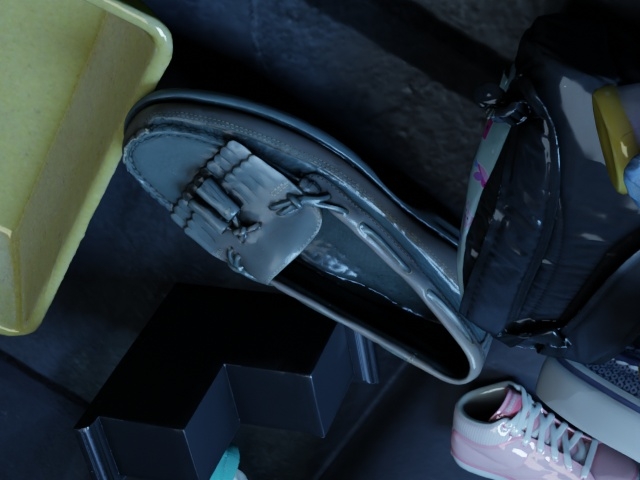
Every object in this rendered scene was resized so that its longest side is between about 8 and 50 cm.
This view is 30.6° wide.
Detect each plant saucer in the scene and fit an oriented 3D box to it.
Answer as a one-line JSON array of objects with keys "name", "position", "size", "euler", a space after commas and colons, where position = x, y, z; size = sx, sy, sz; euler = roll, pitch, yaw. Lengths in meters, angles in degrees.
[{"name": "plant saucer", "position": [-0.290, -0.112, 0.763], "size": [0.333, 0.081, 0.333], "euler": [25, 135, -12]}]

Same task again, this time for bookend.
[{"name": "bookend", "position": [-0.059, 0.111, 0.813], "size": [0.157, 0.156, 0.072], "euler": [4, 128, 21]}]

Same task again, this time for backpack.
[{"name": "backpack", "position": [0.148, -0.021, 0.636], "size": [0.152, 0.115, 0.182], "euler": [25, 130, 10]}]

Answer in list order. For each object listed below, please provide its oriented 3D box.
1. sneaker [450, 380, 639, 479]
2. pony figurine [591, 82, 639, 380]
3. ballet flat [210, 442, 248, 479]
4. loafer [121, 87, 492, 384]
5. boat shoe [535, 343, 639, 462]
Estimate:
[{"name": "sneaker", "position": [0.152, 0.138, 0.806], "size": [0.134, 0.051, 0.070], "euler": [11, 135, 23]}, {"name": "pony figurine", "position": [0.299, -0.027, 0.436], "size": [0.363, 0.303, 0.351], "euler": [-14, 133, 10]}, {"name": "ballet flat", "position": [-0.093, 0.258, 1.002], "size": [0.087, 0.083, 0.247], "euler": [5, 131, 4]}, {"name": "loafer", "position": [0.000, 0.000, 0.706], "size": [0.267, 0.084, 0.096], "euler": [27, 133, -18]}, {"name": "boat shoe", "position": [0.302, 0.081, 0.658], "size": [0.340, 0.127, 0.158], "euler": [20, 99, 23]}]
